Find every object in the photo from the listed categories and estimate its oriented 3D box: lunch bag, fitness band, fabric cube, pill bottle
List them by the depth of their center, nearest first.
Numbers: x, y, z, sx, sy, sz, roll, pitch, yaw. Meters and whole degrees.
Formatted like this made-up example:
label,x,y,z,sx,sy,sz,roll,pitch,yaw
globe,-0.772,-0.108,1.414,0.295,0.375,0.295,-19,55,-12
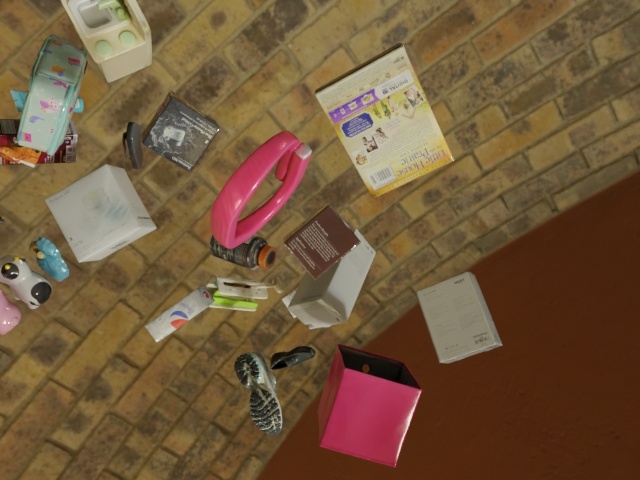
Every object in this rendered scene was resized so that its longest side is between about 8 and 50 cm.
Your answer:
label,x,y,z,sx,sy,sz,roll,pitch,yaw
fitness band,-0.111,-0.083,0.907,0.209,0.054,0.291,-47,176,-21
lunch bag,-0.673,-0.364,1.256,0.224,0.108,0.279,-51,-144,36
fabric cube,0.146,0.522,1.621,0.259,0.254,0.258,-117,-137,-84
pill bottle,-0.288,0.034,1.895,0.245,0.130,0.130,17,-120,24

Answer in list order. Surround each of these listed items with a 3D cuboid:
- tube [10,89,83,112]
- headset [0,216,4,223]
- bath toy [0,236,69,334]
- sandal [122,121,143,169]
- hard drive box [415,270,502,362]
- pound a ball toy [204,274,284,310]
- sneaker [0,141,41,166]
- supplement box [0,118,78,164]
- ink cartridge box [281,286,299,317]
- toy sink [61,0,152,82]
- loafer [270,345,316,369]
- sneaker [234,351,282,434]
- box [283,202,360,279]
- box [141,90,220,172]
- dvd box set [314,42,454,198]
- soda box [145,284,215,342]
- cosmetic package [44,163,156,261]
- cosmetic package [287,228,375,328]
label,x,y,z,sx,sy,sz,roll,pitch,yaw
tube,-0.885,-0.449,1.627,0.207,0.080,0.052,-13,158,-50
headset,-0.930,-0.167,1.160,0.243,0.394,0.185,-49,171,10
bath toy,-0.779,0.148,1.214,0.129,0.151,0.348,-40,-164,51
sandal,-0.660,-0.321,1.739,0.254,0.054,0.097,125,-28,-64
hard drive box,0.420,0.236,1.525,0.181,0.089,0.232,-25,-115,24
pound a ball toy,-0.362,0.221,2.375,0.208,0.319,0.136,-47,-132,33
sneaker,-0.809,-0.241,1.332,0.175,0.064,0.067,-152,-94,-81
supplement box,-0.889,-0.304,1.542,0.073,0.239,0.130,63,-38,25
ink cartridge box,-0.111,0.283,2.277,0.060,0.104,0.180,-34,177,16
toy sink,-0.473,-0.473,1.113,0.131,0.153,0.234,-31,-169,-15
loafer,-0.119,0.508,2.133,0.223,0.076,0.078,-19,-147,26
sneaker,-0.180,0.501,1.671,0.110,0.283,0.122,-24,171,20
box,0.000,0.000,1.707,0.203,0.168,0.167,-39,-173,0
box,-0.394,-0.305,1.407,0.158,0.156,0.093,-53,-148,11
dvd box set,0.214,-0.374,1.627,0.307,0.420,0.062,-25,-152,17
soda box,-0.589,0.306,2.098,0.286,0.091,0.098,-35,-178,10
cosmetic package,-0.684,-0.083,1.564,0.224,0.225,0.138,-29,179,3
cosmetic package,0.052,0.158,2.026,0.217,0.156,0.385,-22,-151,42
